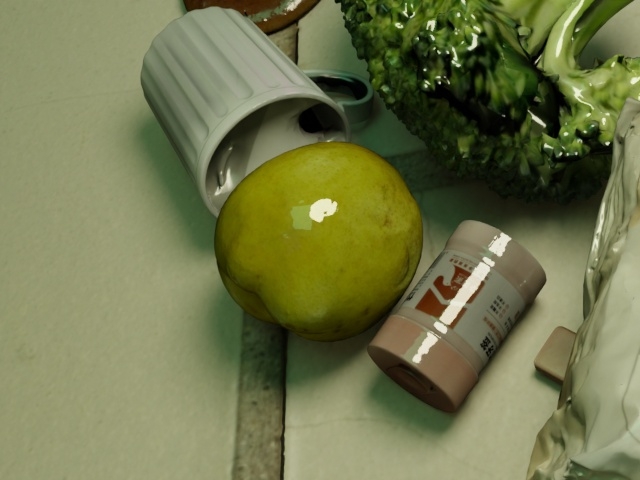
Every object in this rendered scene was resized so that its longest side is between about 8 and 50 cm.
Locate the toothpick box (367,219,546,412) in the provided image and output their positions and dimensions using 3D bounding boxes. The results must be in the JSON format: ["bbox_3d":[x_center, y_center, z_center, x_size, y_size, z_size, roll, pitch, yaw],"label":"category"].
[{"bbox_3d":[0.124,0.068,1.003,0.098,0.098,0.149,28,71,32],"label":"toothpick box"}]

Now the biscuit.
[{"bbox_3d":[-0.079,-0.337,1.367,0.212,0.036,0.212,-9,58,15],"label":"biscuit"}]

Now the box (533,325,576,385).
[{"bbox_3d":[0.245,0.120,0.971,0.115,0.025,0.048,28,77,32],"label":"box"}]

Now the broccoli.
[{"bbox_3d":[0.167,-0.200,1.053,0.317,0.277,0.338,0,66,28],"label":"broccoli"}]

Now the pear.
[{"bbox_3d":[0.000,0.000,1.038,0.200,0.200,0.200,-9,57,15],"label":"pear"}]

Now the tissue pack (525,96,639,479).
[{"bbox_3d":[0.366,0.083,0.829,0.390,0.195,0.375,21,70,13],"label":"tissue pack"}]

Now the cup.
[{"bbox_3d":[-0.068,-0.133,1.188,0.167,0.221,0.202,-57,47,23],"label":"cup"}]
